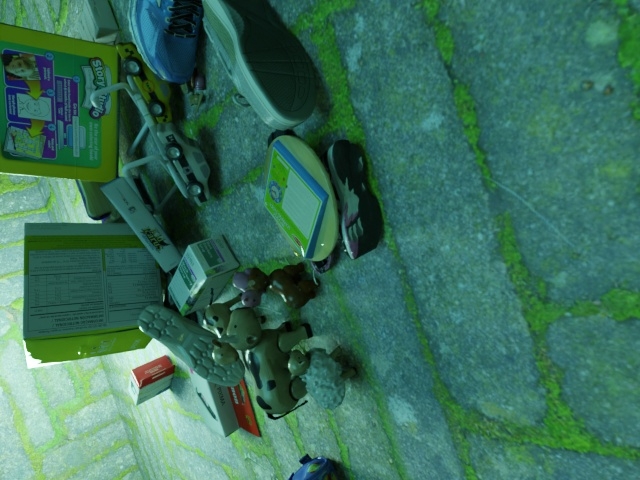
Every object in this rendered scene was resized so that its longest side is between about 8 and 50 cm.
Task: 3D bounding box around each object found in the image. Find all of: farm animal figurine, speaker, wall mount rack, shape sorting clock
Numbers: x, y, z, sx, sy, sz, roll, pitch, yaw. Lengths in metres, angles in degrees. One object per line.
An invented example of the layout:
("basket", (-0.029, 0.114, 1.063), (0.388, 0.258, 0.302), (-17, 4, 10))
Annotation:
("farm animal figurine", (-0.126, 0.205, 0.808), (0.330, 0.172, 0.326), (-36, 79, 48))
("speaker", (-0.568, -0.132, 1.238), (0.055, 0.055, 0.136), (-40, 75, 47))
("wall mount rack", (-0.454, -0.226, 1.035), (0.350, 0.131, 0.304), (63, 169, 10))
("shape sorting clock", (-0.034, -0.065, 0.642), (0.206, 0.040, 0.206), (30, 130, 45))

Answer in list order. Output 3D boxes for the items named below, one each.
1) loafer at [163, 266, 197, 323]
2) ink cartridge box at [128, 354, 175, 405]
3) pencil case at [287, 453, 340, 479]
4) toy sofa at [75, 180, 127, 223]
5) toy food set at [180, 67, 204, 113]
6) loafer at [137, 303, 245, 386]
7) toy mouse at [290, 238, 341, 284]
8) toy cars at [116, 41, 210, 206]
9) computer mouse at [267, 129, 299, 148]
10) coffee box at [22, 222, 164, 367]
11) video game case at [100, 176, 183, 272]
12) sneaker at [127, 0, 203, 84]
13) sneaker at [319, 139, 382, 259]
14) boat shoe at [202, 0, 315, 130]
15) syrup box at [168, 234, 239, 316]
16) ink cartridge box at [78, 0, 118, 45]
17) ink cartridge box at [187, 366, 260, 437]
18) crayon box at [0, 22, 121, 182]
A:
("loafer", (-0.431, 0.182, 1.197), (0.080, 0.078, 0.219), (-3, 103, 48))
("ink cartridge box", (-0.637, 0.518, 1.509), (0.078, 0.134, 0.231), (50, 135, 22))
("pencil case", (0.025, 0.625, 0.850), (0.133, 0.119, 0.306), (-32, 80, 24))
("toy sofa", (-0.735, -0.194, 1.282), (0.150, 0.177, 0.362), (-33, 81, 35))
("toy food set", (-0.276, -0.341, 0.873), (0.078, 0.019, 0.122), (-50, 61, 45))
("loafer", (-0.338, 0.277, 1.077), (0.319, 0.112, 0.111), (36, 168, 4))
("toy mouse", (0.000, 0.000, 0.699), (0.143, 0.031, 0.160), (-8, 100, 48))
("toy cars", (-0.328, -0.271, 0.898), (0.393, 0.087, 0.176), (63, 173, 5))
("computer mouse", (-0.086, -0.202, 0.705), (0.071, 0.041, 0.242), (-26, 85, 49))
("coffee box", (-0.700, 0.166, 1.227), (0.338, 0.338, 0.334), (-41, 58, 48))
("video game case", (-0.473, -0.051, 1.054), (0.269, 0.061, 0.244), (16, 140, 60))
("sneaker", (-0.269, -0.458, 0.735), (0.147, 0.130, 0.329), (33, 127, 37))
("sneaker", (0.039, -0.060, 0.619), (0.077, 0.072, 0.178), (-8, 91, 60))
("boat shoe", (-0.110, -0.295, 0.645), (0.320, 0.118, 0.103), (60, 144, 17))
("syrup box", (-0.300, 0.092, 1.010), (0.093, 0.096, 0.237), (57, 138, 13))
("ink cartridge box", (-0.617, -0.588, 1.110), (0.135, 0.056, 0.099), (-21, 90, 49))
("ink cartridge box", (-0.296, 0.440, 1.172), (0.239, 0.060, 0.275), (-8, 99, 49))
("crayon box", (-0.708, -0.352, 1.060), (0.106, 0.313, 0.362), (-136, 53, -58))
